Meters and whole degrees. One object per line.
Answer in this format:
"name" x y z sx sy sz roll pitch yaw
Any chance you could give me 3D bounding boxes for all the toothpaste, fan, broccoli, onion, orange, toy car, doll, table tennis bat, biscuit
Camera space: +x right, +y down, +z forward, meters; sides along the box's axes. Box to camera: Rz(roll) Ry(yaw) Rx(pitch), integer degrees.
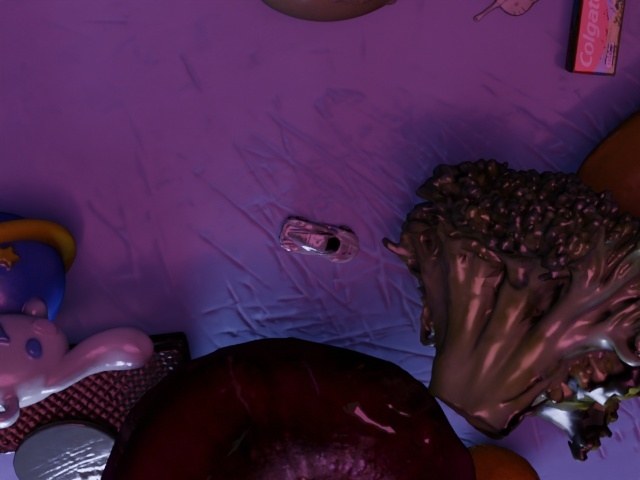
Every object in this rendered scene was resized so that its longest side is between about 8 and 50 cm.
"toothpaste" 0.295 -0.278 1.321 0.070 0.044 0.193 4 104 -3
"fan" 0.203 -0.268 1.338 0.083 0.004 0.056 -35 103 6
"broccoli" 0.220 0.060 1.262 0.334 0.324 0.272 37 99 -2
"onion" -0.035 0.305 1.313 0.398 0.420 0.398 0 70 -1
"orange" 0.191 0.305 1.425 0.136 0.117 0.135 -10 104 -47
"toy car" 0.000 0.000 1.382 0.093 0.025 0.041 12 104 -6
"doll" -0.370 0.098 1.278 0.311 0.159 0.242 -22 74 -25
"table tennis bat" -0.256 0.289 1.401 0.131 0.022 0.234 -26 124 12
"biscuit" -0.268 0.172 1.386 0.252 0.070 0.106 -6 103 -2

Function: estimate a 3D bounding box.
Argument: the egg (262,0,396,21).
"egg" 0.017 -0.303 1.236 0.202 0.164 0.164 -18 105 4

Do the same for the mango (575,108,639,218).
"mango" 0.448 -0.077 1.310 0.365 0.182 0.253 -18 105 1
